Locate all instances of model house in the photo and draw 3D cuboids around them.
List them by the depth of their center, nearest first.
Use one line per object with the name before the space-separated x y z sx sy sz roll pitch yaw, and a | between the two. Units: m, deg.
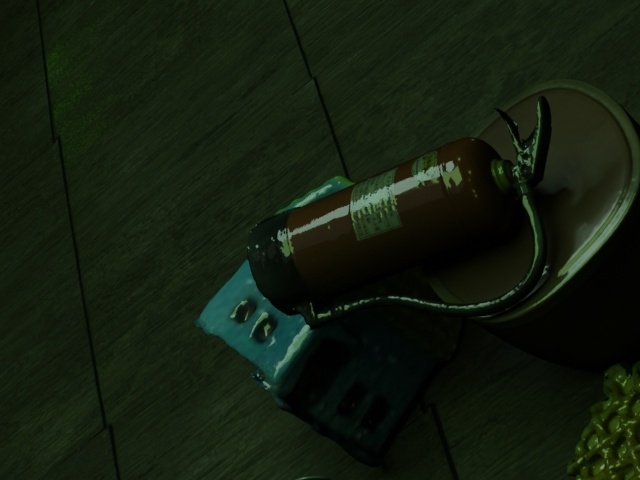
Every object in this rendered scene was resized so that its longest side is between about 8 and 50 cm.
model house | 0.037 0.080 2.119 0.215 0.237 0.303 30 84 49

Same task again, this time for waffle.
waffle | 0.356 0.223 1.828 0.204 0.054 0.223 1 64 57

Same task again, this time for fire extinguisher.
fire extinguisher | 0.112 0.000 1.879 0.376 0.113 0.200 -24 90 28

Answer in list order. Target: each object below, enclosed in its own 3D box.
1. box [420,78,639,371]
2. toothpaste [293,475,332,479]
box | 0.284 0.000 1.938 0.301 0.216 0.301 -25 46 29
toothpaste | -0.006 0.418 2.069 0.096 0.061 0.266 -23 56 32
